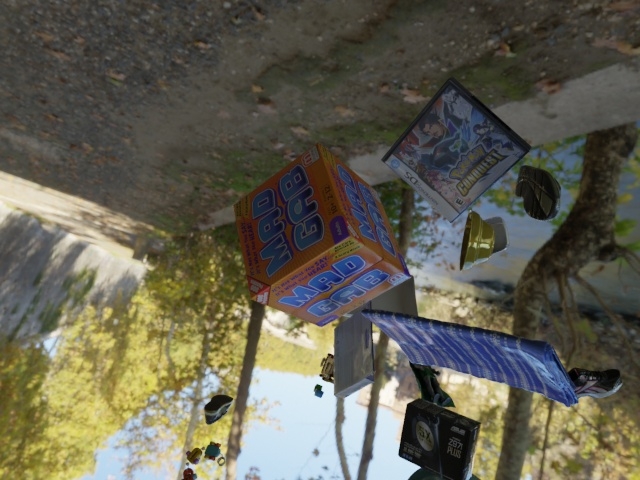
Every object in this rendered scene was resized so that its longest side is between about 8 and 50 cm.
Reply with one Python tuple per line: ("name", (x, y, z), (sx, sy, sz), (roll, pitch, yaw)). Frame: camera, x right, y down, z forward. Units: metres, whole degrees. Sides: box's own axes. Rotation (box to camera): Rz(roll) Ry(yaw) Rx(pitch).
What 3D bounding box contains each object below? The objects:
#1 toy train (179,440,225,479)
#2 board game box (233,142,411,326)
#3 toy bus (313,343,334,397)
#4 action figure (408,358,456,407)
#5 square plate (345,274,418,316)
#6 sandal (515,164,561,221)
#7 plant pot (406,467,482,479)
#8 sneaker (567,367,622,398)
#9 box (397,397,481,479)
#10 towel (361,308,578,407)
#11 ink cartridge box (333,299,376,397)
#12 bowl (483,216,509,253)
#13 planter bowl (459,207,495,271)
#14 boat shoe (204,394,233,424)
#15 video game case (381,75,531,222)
("toy train", (-0.398, 0.761, 1.755), (0.125, 0.166, 0.046), (61, 175, 43))
("board game box", (0.000, 0.000, 1.607), (0.356, 0.357, 0.356), (-33, 143, 22))
("toy bus", (0.063, 0.498, 1.969), (0.104, 0.202, 0.191), (24, 127, -3))
("action figure", (0.348, 0.442, 1.694), (0.137, 0.064, 0.232), (22, -159, -24))
("square plate", (0.198, 0.209, 1.986), (0.343, 0.049, 0.347), (12, -149, -1))
("sandal", (0.602, -0.139, 1.399), (0.086, 0.120, 0.303), (13, -157, 4))
("plant pot", (0.350, 0.750, 1.399), (0.235, 0.293, 0.293), (52, 156, -22))
("sneaker", (0.697, 0.368, 1.355), (0.178, 0.077, 0.072), (-20, -160, 6))
("box", (0.304, 0.512, 1.328), (0.180, 0.148, 0.077), (13, -174, 37))
("towel", (0.263, 0.205, 0.921), (0.335, 0.040, 0.243), (5, 152, 39))
("ink cartridge box", (0.110, 0.319, 1.505), (0.045, 0.224, 0.224), (18, 142, -22))
("bowl", (0.685, -0.014, 2.054), (0.053, 0.142, 0.142), (7, 160, -41))
("planter bowl", (0.529, 0.006, 1.728), (0.090, 0.217, 0.217), (10, 170, 10))
("boat shoe", (-0.287, 0.468, 1.436), (0.056, 0.049, 0.152), (13, -179, 14))
("video game case", (0.321, -0.212, 1.266), (0.248, 0.035, 0.275), (43, 130, 3))
